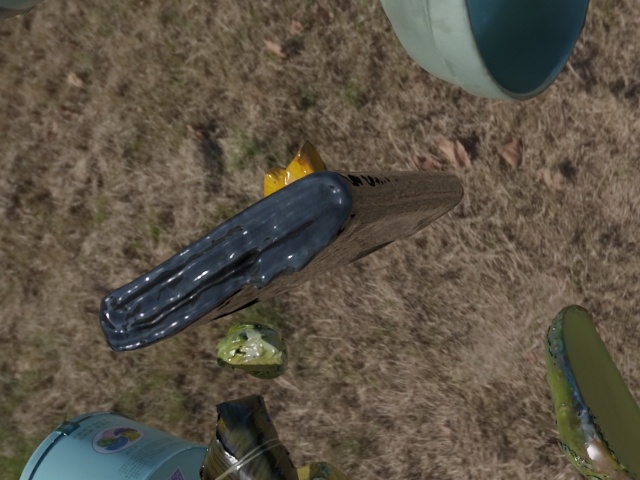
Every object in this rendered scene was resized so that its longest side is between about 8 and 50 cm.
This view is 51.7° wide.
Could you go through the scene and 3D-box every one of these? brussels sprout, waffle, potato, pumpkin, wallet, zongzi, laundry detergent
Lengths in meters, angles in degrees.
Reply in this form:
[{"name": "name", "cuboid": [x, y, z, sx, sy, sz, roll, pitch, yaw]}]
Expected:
[{"name": "brussels sprout", "cuboid": [-0.124, 0.216, 1.299, 0.181, 0.139, 0.101, -41, 18, 42]}, {"name": "waffle", "cuboid": [-0.027, 0.564, 1.442, 0.274, 0.168, 0.057, -29, 26, 36]}, {"name": "potato", "cuboid": [0.243, 0.143, 0.606, 0.054, 0.119, 0.198, -42, 34, 32]}, {"name": "pumpkin", "cuboid": [-0.054, -0.075, 1.616, 0.290, 0.095, 0.258, -28, 85, 47]}, {"name": "wallet", "cuboid": [0.000, 0.001, 0.628, 0.228, 0.406, 0.062, -27, 86, 23]}, {"name": "zongzi", "cuboid": [-0.085, 0.321, 0.839, 0.184, 0.084, 0.187, 51, 136, 34]}, {"name": "laundry detergent", "cuboid": [-0.359, 0.467, 1.175, 0.305, 0.287, 0.288, 7, 77, 32]}]

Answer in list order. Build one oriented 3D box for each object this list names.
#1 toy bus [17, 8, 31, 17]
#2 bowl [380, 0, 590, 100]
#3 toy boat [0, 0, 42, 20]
[{"name": "toy bus", "cuboid": [-0.486, -0.449, 0.847, 0.365, 0.202, 0.177, 30, 80, 22]}, {"name": "bowl", "cuboid": [0.172, -0.314, 0.726, 0.163, 0.307, 0.307, 15, 81, 38]}, {"name": "toy boat", "cuboid": [-0.277, -0.218, 0.507, 0.061, 0.299, 0.096, -33, 108, 7]}]
